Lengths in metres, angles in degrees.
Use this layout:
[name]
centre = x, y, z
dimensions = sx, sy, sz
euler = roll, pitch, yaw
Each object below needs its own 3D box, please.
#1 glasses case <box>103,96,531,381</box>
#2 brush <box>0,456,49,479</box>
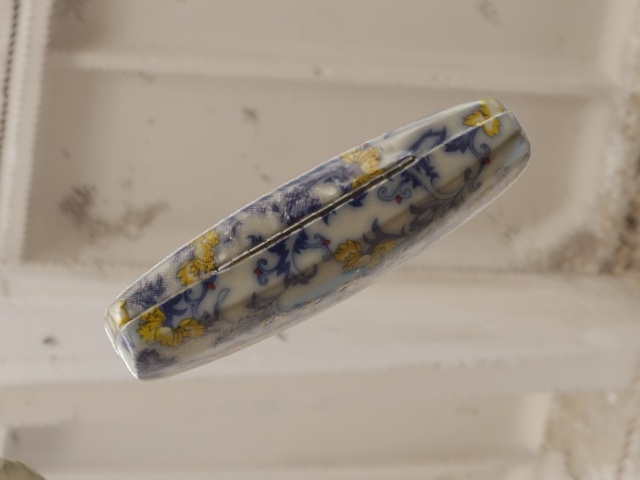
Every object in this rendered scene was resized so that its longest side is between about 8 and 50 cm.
[glasses case]
centre = 0.000, 0.000, 1.035
dimensions = 0.248, 0.065, 0.087
euler = -30, -15, -6
[brush]
centre = -0.202, 0.199, 0.811
dimensions = 0.166, 0.174, 0.267
euler = -38, -22, 24
